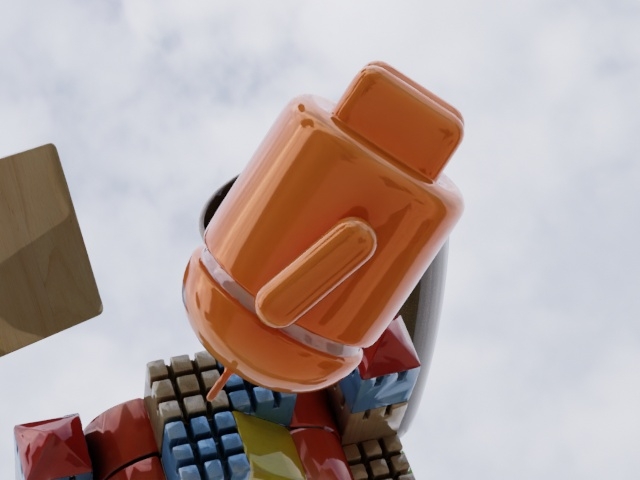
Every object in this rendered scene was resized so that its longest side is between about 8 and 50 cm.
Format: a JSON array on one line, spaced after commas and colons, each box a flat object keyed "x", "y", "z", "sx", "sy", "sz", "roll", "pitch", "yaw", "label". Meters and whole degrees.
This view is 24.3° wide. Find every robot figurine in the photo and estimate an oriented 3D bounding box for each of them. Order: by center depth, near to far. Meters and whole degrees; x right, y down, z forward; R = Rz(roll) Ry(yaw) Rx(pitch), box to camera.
[{"x": -0.001, "y": 0.000, "z": 0.891, "sx": 0.128, "sy": 0.158, "sz": 0.219, "roll": 23, "pitch": -73, "yaw": -39, "label": "robot figurine"}]

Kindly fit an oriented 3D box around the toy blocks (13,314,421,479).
[{"x": -0.077, "y": 0.179, "z": 1.110, "sx": 0.381, "sy": 0.190, "sz": 0.261, "roll": -10, "pitch": -34, "yaw": -17, "label": "toy blocks"}]

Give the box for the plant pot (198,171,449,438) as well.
[{"x": 0.018, "y": 0.066, "z": 1.310, "sx": 0.215, "sy": 0.215, "sz": 0.230, "roll": -13, "pitch": -60, "yaw": -7, "label": "plant pot"}]

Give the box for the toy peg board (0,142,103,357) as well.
[{"x": -0.294, "y": 0.015, "z": 1.293, "sx": 0.161, "sy": 0.079, "sz": 0.161, "roll": -24, "pitch": -77, "yaw": -42, "label": "toy peg board"}]
